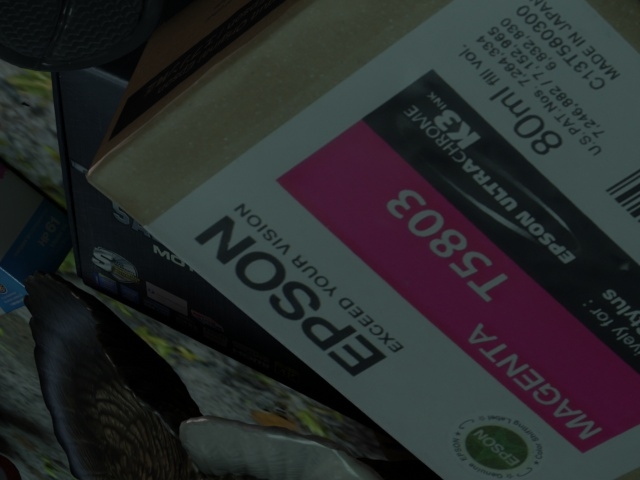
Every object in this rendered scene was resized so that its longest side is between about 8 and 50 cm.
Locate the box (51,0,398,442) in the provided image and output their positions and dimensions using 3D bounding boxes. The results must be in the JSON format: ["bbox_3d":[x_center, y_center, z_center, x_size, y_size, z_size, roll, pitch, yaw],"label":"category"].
[{"bbox_3d":[0.000,0.000,0.826,0.232,0.059,0.183,25,149,12],"label":"box"}]

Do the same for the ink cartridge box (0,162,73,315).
[{"bbox_3d":[-0.200,-0.017,1.026,0.122,0.052,0.088,39,152,-18],"label":"ink cartridge box"}]

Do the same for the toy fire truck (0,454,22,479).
[{"bbox_3d":[-0.371,0.181,1.323,0.302,0.254,0.169,24,153,15],"label":"toy fire truck"}]

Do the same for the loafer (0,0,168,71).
[{"bbox_3d":[-0.123,-0.185,0.611,0.109,0.095,0.302,-12,139,6],"label":"loafer"}]

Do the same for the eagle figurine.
[{"bbox_3d":[-0.047,0.130,0.899,0.225,0.298,0.226,-14,117,11],"label":"eagle figurine"}]

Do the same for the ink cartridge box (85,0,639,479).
[{"bbox_3d":[0.075,-0.016,0.628,0.234,0.088,0.193,40,129,-18],"label":"ink cartridge box"}]

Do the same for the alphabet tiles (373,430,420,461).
[{"bbox_3d":[0.158,0.151,0.986,0.285,0.011,0.342,15,149,29],"label":"alphabet tiles"}]
